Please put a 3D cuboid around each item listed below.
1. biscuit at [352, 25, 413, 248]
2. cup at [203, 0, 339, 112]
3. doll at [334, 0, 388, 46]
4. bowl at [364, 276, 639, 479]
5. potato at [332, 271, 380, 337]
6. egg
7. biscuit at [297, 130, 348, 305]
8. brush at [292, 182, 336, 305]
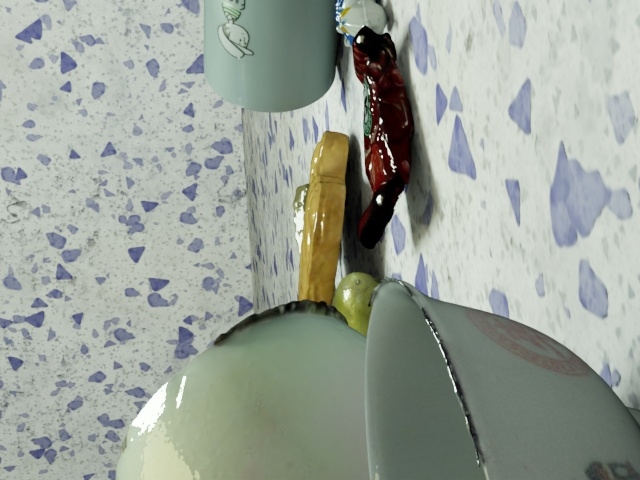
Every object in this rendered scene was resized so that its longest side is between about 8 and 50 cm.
[{"bbox_3d":[0.069,-0.121,1.163,0.151,0.063,0.235,115,151,-73],"label":"biscuit"},{"bbox_3d":[-0.070,-0.363,1.450,0.312,0.205,0.205,95,166,-50],"label":"cup"},{"bbox_3d":[0.042,-0.293,1.263,0.227,0.057,0.114,-112,22,-68],"label":"doll"},{"bbox_3d":[0.134,0.185,0.626,0.345,0.157,0.345,175,90,-81],"label":"bowl"},{"bbox_3d":[0.051,0.113,1.390,0.188,0.085,0.105,92,175,-69],"label":"potato"},{"bbox_3d":[0.000,0.299,1.092,0.340,0.354,0.354,47,151,32],"label":"egg"},{"bbox_3d":[0.000,0.000,1.515,0.351,0.057,0.312,97,178,-55],"label":"biscuit"},{"bbox_3d":[0.007,0.050,1.719,0.084,0.071,0.301,171,87,-78],"label":"brush"}]
